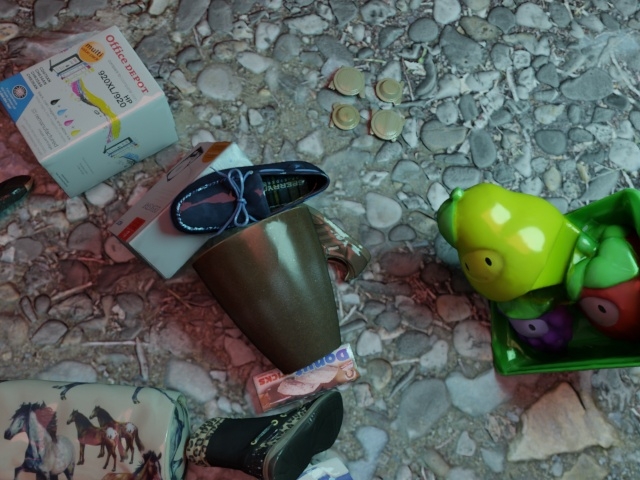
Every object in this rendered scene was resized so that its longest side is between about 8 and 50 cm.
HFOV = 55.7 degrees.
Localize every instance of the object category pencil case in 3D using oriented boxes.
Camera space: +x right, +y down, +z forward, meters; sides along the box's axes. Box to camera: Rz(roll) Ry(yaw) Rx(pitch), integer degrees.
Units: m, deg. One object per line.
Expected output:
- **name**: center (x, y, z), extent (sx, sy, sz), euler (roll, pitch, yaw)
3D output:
- **pencil case**: center (-0.398, 0.309, 0.924), extent (0.410, 0.160, 0.184), euler (4, 64, -4)

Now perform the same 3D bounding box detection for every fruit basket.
- **fruit basket**: center (0.355, 0.062, 0.950), extent (0.391, 0.392, 0.283), euler (3, 74, -4)

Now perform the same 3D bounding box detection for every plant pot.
- **plant pot**: center (-0.065, 0.095, 1.001), extent (0.215, 0.215, 0.230), euler (-26, 85, -11)

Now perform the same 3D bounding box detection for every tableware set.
- **tableware set**: center (0.094, -0.273, 1.206), extent (0.168, 0.020, 0.141), euler (12, 75, -2)

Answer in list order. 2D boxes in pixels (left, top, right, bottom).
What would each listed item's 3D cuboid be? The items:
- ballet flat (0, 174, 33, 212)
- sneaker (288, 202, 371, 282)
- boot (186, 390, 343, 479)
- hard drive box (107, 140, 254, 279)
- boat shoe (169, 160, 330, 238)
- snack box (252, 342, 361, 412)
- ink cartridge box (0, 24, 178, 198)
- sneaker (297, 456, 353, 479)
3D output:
- **ballet flat**: center (-0.586, -0.055, 1.082), extent (0.057, 0.049, 0.173), euler (29, 66, 38)
- **sneaker**: center (0.000, 0.000, 1.095), extent (0.188, 0.066, 0.071), euler (35, 75, 6)
- **boot**: center (-0.080, 0.300, 0.970), extent (0.178, 0.236, 0.085), euler (-1, 101, 28)
- **hard drive box**: center (-0.229, -0.059, 1.027), extent (0.232, 0.181, 0.089), euler (-48, 117, -15)
- **boat shoe**: center (-0.105, -0.079, 0.937), extent (0.258, 0.089, 0.109), euler (-25, 108, -24)
- **snack box**: center (-0.024, 0.237, 1.048), extent (0.178, 0.022, 0.064), euler (-18, 75, -9)
- **ink cartridge box**: center (-0.403, -0.225, 1.073), extent (0.232, 0.168, 0.171), euler (-33, 78, -14)
- **sneaker**: center (-0.060, 0.482, 0.884), extent (0.315, 0.127, 0.182), euler (-28, 67, -29)
